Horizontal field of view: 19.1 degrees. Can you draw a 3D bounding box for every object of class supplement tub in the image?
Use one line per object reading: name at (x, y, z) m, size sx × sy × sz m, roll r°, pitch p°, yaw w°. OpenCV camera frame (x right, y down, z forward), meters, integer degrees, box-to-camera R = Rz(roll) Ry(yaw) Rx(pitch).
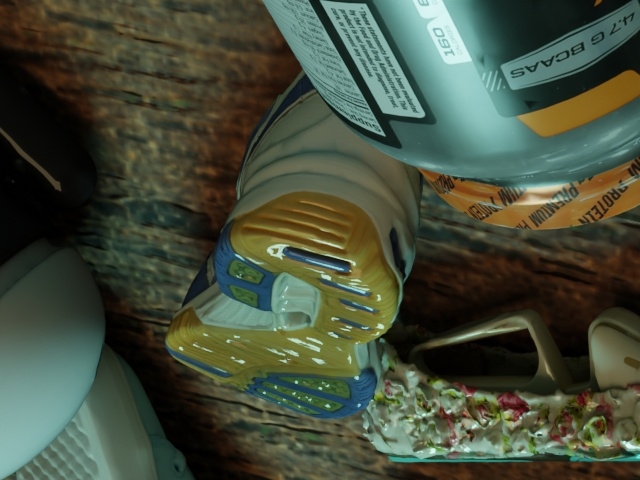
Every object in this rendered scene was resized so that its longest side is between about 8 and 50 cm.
supplement tub at (0.049, -0.156, 0.699) m, size 0.193 × 0.193 × 0.316 m, roll 0°, pitch 145°, yaw 28°

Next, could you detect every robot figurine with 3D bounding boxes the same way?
robot figurine at (-0.244, 0.012, 1.037) m, size 0.278 × 0.173 × 0.209 m, roll 43°, pitch 134°, yaw 1°

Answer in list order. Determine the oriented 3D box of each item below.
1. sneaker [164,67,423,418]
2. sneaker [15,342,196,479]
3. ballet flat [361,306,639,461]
sneaker at (0.000, 0.000, 0.958) m, size 0.112 × 0.131 × 0.296 m, roll 20°, pitch 158°, yaw -7°
sneaker at (-0.075, 0.219, 1.179) m, size 0.135 × 0.150 × 0.366 m, roll -6°, pitch 104°, yaw 52°
ballet flat at (0.125, 0.073, 0.965) m, size 0.241 × 0.091 × 0.077 m, roll -4°, pitch 102°, yaw 27°
